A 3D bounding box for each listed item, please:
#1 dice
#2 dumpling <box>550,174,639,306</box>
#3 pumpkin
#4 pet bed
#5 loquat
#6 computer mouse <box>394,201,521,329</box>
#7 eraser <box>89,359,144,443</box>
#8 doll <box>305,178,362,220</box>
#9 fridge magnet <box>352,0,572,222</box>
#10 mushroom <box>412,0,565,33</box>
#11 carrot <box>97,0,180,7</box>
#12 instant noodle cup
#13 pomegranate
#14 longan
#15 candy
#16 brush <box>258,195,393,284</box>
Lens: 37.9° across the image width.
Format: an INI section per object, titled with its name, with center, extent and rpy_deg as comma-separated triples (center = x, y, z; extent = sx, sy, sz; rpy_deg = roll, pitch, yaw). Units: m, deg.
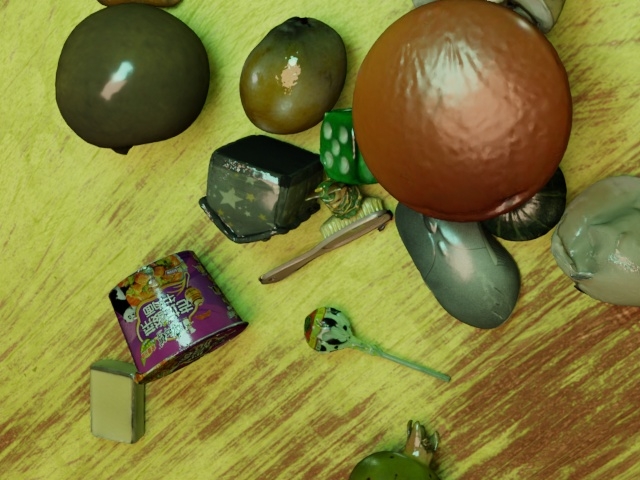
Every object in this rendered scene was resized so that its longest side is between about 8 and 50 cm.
[dice]
center = 0.076, -0.173, 1.674
extent = 0.120, 0.128, 0.131
rpy_deg = 20, 117, 54
[dumpling]
center = 0.531, 0.019, 1.571
extent = 0.293, 0.204, 0.163
rpy_deg = 7, 137, 4
[pumpkin]
center = 0.344, -0.081, 1.617
extent = 0.167, 0.125, 0.167
rpy_deg = 8, 107, 29
[pet bed]
center = -0.104, -0.088, 1.739
extent = 0.183, 0.211, 0.159
rpy_deg = 20, 113, 15
[loquat]
center = -0.047, -0.296, 1.687
extent = 0.179, 0.179, 0.227
rpy_deg = 46, 122, 5
[computer mouse]
center = 0.226, -0.001, 1.706
extent = 0.167, 0.090, 0.379
rpy_deg = -34, 88, 23
[eraser]
center = -0.449, 0.355, 2.064
extent = 0.117, 0.058, 0.172
rpy_deg = 8, 106, 19
[doll]
center = 0.024, -0.095, 1.713
extent = 0.078, 0.113, 0.076
rpy_deg = -15, 58, 28
[fridge magnet]
center = 0.226, -0.208, 1.510
extent = 0.363, 0.155, 0.363
rpy_deg = 6, 105, 24
[mushroom]
center = 0.291, -0.439, 1.536
extent = 0.254, 0.195, 0.189
rpy_deg = 19, 76, 22
[carrot]
center = -0.356, -0.485, 1.821
extent = 0.186, 0.060, 0.060
rpy_deg = 4, 105, 17
[instant noodle cup]
center = -0.297, 0.147, 1.868
extent = 0.251, 0.251, 0.190
rpy_deg = -34, 80, 24
[pomegranate]
center = 0.146, 0.472, 1.802
extent = 0.198, 0.198, 0.246
rpy_deg = 1, 91, 21
[longan]
center = -0.349, -0.302, 1.734
extent = 0.297, 0.297, 0.297
rpy_deg = 5, 105, 20
[candy]
center = 0.112, 0.211, 1.819
extent = 0.305, 0.083, 0.091
rpy_deg = 19, 93, 7
[brush]
center = 0.000, -0.001, 1.808
extent = 0.313, 0.072, 0.067
rpy_deg = -31, 66, 25
